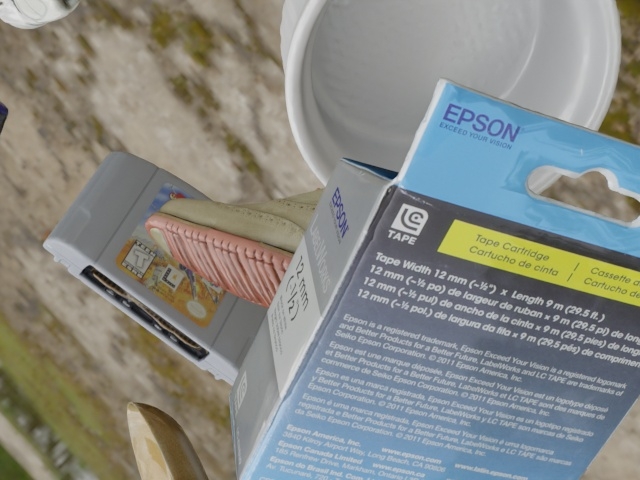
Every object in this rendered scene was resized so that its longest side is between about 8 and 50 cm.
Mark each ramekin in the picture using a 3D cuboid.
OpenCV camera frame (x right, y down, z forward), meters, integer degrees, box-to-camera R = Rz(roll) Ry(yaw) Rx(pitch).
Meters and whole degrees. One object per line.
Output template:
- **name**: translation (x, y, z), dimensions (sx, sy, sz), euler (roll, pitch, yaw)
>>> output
- **ramekin**: translation (0.097, -0.161, 1.024), dimensions (0.277, 0.277, 0.135), euler (61, -176, -31)

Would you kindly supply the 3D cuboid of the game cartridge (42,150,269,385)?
- **game cartridge**: translation (-0.181, 0.025, 1.540), dimensions (0.297, 0.198, 0.062), euler (38, 141, -13)

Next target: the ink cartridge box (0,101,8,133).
- **ink cartridge box**: translation (-0.257, -0.008, 0.566), dimensions (0.065, 0.332, 0.165), euler (-5, 154, 46)

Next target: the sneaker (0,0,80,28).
- **sneaker**: translation (-0.349, -0.410, 1.501), dimensions (0.118, 0.110, 0.292), euler (7, 108, 48)

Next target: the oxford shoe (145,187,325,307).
- **oxford shoe**: translation (0.000, 0.000, 1.374), dimensions (0.397, 0.146, 0.140), euler (13, 156, 13)

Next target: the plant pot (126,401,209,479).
- **plant pot**: translation (-0.108, 0.242, 1.022), dimensions (0.236, 0.032, 0.236), euler (162, 90, -72)

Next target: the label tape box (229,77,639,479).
- **label tape box**: translation (0.110, 0.047, 0.865), dimensions (0.249, 0.115, 0.347), euler (15, 121, -18)
